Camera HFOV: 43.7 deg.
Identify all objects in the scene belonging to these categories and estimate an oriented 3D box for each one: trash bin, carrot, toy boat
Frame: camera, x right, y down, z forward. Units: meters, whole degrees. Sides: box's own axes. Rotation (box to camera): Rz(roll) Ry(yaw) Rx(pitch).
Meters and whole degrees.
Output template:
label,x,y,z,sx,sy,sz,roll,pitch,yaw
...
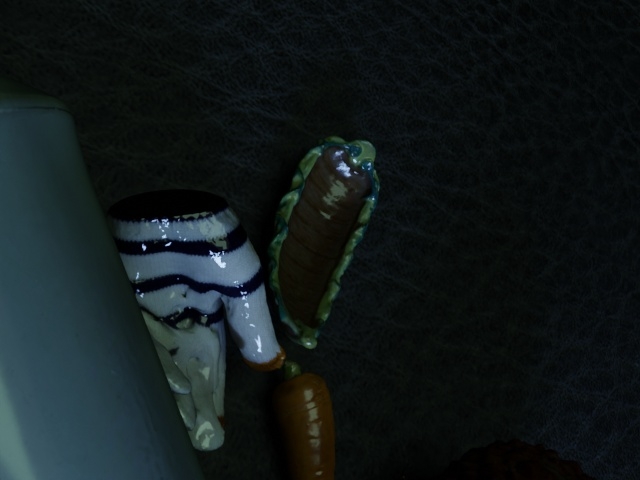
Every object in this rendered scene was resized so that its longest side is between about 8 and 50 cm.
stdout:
label,x,y,z,sx,sy,sz,roll,pitch,yaw
trash bin,-0.226,0.107,0.484,0.280,0.280,0.432,-27,97,-44
carrot,-0.007,0.243,0.780,0.061,0.061,0.257,1,76,-42
toy boat,-0.008,0.006,0.841,0.108,0.099,0.293,41,44,-24

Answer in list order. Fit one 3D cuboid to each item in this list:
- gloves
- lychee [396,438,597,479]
label,x,y,z,sx,sy,sz,roll,pitch,yaw
gloves,-0.122,0.073,0.709,0.140,0.131,0.219,-24,121,-46
lychee,0.189,0.335,0.802,0.264,0.300,0.264,-26,131,-34
